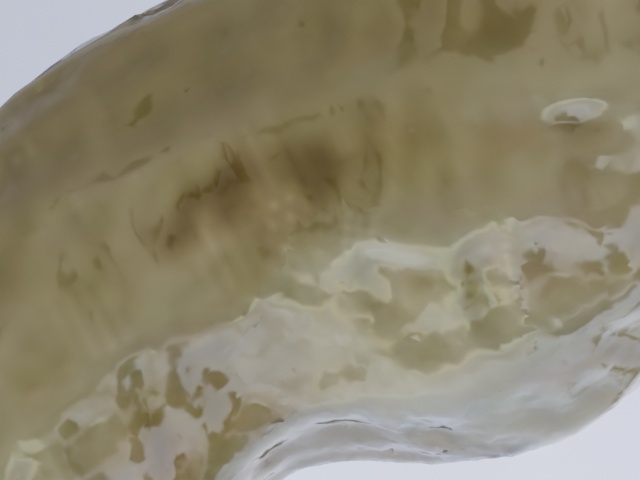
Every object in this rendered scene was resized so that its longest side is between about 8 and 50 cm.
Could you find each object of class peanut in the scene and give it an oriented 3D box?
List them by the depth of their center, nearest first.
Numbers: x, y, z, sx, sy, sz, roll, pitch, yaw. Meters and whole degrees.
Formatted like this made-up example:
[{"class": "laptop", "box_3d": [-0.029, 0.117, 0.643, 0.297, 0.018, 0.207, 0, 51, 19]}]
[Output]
[{"class": "peanut", "box_3d": [0.000, 0.000, 0.512, 0.325, 0.153, 0.140, -35, 177, 10]}]
